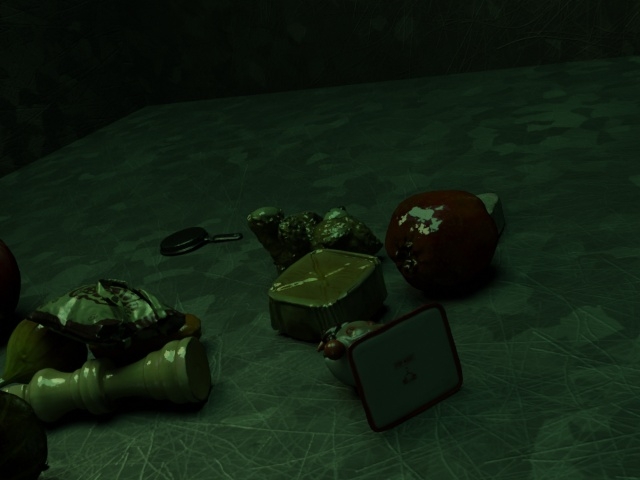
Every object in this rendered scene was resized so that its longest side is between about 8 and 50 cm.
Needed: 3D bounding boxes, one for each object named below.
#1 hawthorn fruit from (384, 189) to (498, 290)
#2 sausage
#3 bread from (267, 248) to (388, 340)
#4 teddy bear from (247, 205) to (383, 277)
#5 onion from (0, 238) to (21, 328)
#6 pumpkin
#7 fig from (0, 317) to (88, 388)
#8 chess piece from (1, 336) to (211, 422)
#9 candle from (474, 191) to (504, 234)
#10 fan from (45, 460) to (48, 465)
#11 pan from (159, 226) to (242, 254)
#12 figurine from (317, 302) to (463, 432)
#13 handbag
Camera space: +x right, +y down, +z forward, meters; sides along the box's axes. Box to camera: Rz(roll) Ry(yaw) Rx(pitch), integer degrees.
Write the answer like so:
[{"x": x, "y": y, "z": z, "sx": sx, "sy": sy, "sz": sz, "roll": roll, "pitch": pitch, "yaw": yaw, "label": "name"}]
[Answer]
[{"x": 0.255, "y": -0.010, "z": 1.815, "sx": 0.253, "sy": 0.205, "sz": 0.205, "roll": -24, "pitch": 22, "yaw": -35, "label": "hawthorn fruit"}, {"x": -0.345, "y": 0.195, "z": 1.831, "sx": 0.238, "sy": 0.098, "sz": 0.098, "roll": -11, "pitch": 21, "yaw": 16, "label": "sausage"}, {"x": 0.013, "y": 0.110, "z": 1.780, "sx": 0.210, "sy": 0.109, "sz": 0.192, "roll": 5, "pitch": 35, "yaw": 42, "label": "bread"}, {"x": 0.000, "y": 0.000, "z": 2.006, "sx": 0.256, "sy": 0.156, "sz": 0.267, "roll": -6, "pitch": -7, "yaw": 33, "label": "teddy bear"}, {"x": -0.852, "y": 0.104, "z": 2.101, "sx": 0.342, "sy": 0.341, "sz": 0.341, "roll": -13, "pitch": 21, "yaw": 5, "label": "onion"}, {"x": -0.542, "y": 0.323, "z": 1.468, "sx": 0.219, "sy": 0.218, "sz": 0.162, "roll": -12, "pitch": 24, "yaw": 7, "label": "pumpkin"}, {"x": -0.579, "y": 0.225, "z": 1.809, "sx": 0.231, "sy": 0.143, "sz": 0.160, "roll": -13, "pitch": -20, "yaw": -17, "label": "fig"}, {"x": -0.402, "y": 0.267, "z": 1.669, "sx": 0.397, "sy": 0.117, "sz": 0.117, "roll": -12, "pitch": 21, "yaw": 13, "label": "chess piece"}, {"x": 0.327, "y": -0.042, "z": 2.008, "sx": 0.192, "sy": 0.068, "sz": 0.168, "roll": -23, "pitch": 19, "yaw": -16, "label": "candle"}, {"x": -0.566, "y": 0.398, "z": 1.578, "sx": 0.220, "sy": 0.009, "sz": 0.132, "roll": -11, "pitch": 24, "yaw": 13, "label": "fan"}, {"x": -0.313, "y": -0.007, "z": 2.397, "sx": 0.235, "sy": 0.028, "sz": 0.136, "roll": -7, "pitch": 23, "yaw": 18, "label": "pan"}, {"x": 0.085, "y": 0.186, "z": 1.513, "sx": 0.184, "sy": 0.160, "sz": 0.226, "roll": -23, "pitch": 15, "yaw": -23, "label": "figurine"}, {"x": -0.400, "y": 0.137, "z": 1.732, "sx": 0.235, "sy": 0.127, "sz": 0.213, "roll": 8, "pitch": 13, "yaw": 42, "label": "handbag"}]
